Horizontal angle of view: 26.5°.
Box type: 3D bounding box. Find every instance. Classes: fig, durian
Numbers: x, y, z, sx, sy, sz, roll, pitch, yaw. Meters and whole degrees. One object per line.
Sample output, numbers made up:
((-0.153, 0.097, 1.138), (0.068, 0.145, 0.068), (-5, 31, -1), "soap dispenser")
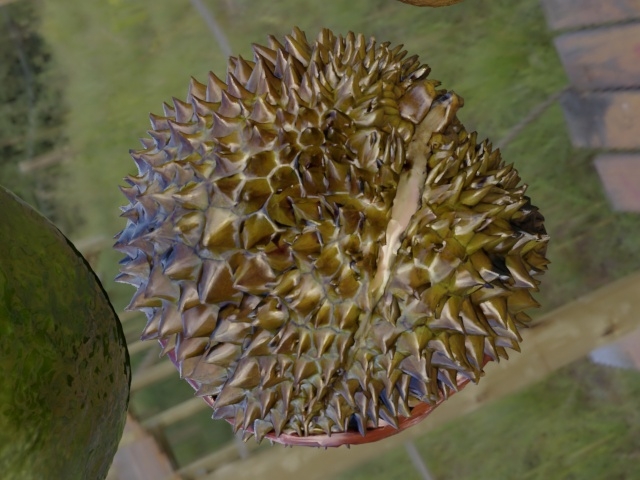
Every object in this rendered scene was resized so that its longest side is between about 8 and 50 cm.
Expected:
((-0.187, 0.083, 0.476), (0.203, 0.235, 0.203), (16, 141, 13), "fig")
((0.003, 0.004, 1.092), (0.347, 0.347, 0.384), (58, 140, 24), "durian")

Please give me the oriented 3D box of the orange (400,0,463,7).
((0.039, -0.120, 0.452), (0.085, 0.085, 0.085), (53, 157, 35), "orange")
